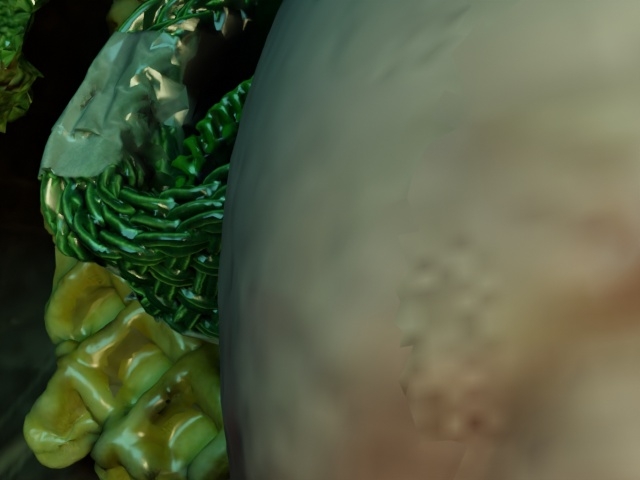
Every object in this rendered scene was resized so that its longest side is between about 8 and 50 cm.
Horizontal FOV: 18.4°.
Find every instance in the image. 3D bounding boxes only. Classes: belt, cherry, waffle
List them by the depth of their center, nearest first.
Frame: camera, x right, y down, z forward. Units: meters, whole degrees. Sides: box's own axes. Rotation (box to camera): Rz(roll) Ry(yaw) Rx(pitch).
[{"bbox_3d":[0.118,0.010,0.459,0.291,0.335,0.326,7,70,23],"label":"cherry"},{"bbox_3d":[-0.012,-0.033,0.630,0.151,0.079,0.121,-44,44,-7],"label":"belt"},{"bbox_3d":[0.001,0.002,0.681,0.223,0.054,0.204,-3,66,25],"label":"waffle"}]

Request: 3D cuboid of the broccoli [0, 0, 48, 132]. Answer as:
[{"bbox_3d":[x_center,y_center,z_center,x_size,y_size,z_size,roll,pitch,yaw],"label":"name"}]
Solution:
[{"bbox_3d":[-0.188,-0.142,0.725,0.275,0.308,0.308,-14,52,-31],"label":"broccoli"}]
